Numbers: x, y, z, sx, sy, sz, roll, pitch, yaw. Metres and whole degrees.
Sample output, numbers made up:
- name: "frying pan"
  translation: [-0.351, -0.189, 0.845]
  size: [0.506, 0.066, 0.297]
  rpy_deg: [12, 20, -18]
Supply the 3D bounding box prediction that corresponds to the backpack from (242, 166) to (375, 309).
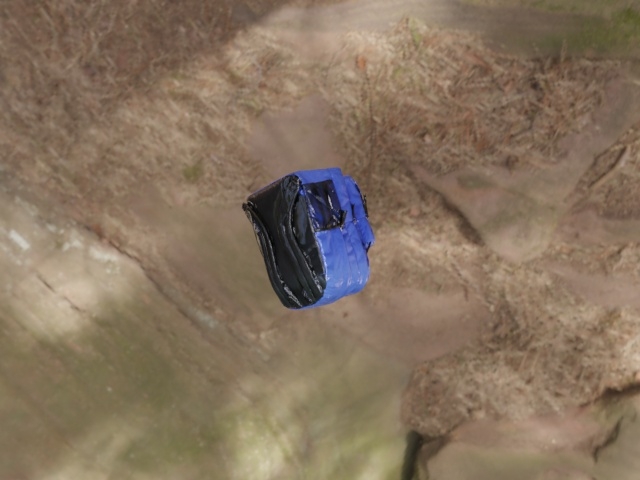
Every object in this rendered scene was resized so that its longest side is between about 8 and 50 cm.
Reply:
- name: "backpack"
  translation: [0.000, 0.000, 0.825]
  size: [0.098, 0.101, 0.120]
  rpy_deg: [-26, 77, 55]
